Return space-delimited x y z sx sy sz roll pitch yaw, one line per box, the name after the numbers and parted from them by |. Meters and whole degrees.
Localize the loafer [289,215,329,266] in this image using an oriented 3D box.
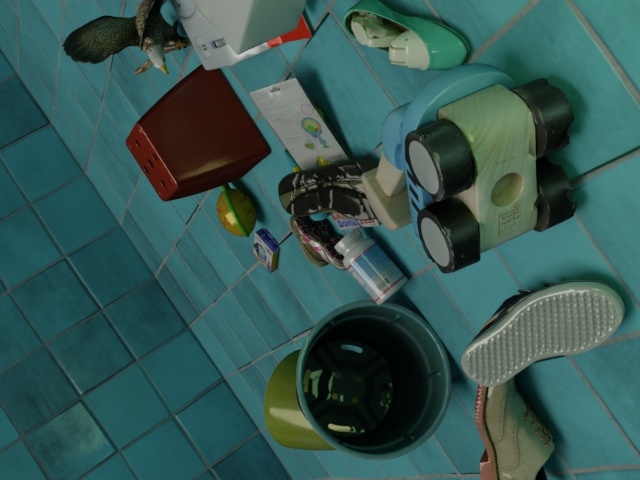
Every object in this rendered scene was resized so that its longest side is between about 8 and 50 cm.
-0.025 -0.002 2.235 0.148 0.056 0.050 55 163 4 | loafer

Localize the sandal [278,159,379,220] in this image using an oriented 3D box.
0.043 -0.108 1.906 0.303 0.086 0.120 4 102 41 | sandal

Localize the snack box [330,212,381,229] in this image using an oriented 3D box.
0.076 -0.058 2.009 0.064 0.022 0.178 60 157 -11 | snack box

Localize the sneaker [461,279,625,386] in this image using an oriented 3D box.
0.377 0.133 1.565 0.321 0.127 0.126 -34 96 42 | sneaker

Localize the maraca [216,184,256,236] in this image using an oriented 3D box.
-0.231 -0.093 2.469 0.127 0.099 0.185 61 -176 -83 | maraca

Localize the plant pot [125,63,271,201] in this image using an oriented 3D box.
-0.321 -0.242 2.277 0.267 0.236 0.267 58 157 -3 | plant pot

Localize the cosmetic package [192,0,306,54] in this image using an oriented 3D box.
-0.111 -0.524 1.559 0.217 0.156 0.385 52 152 12 | cosmetic package

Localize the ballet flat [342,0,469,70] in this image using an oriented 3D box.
0.125 -0.319 1.491 0.247 0.087 0.083 36 149 39 | ballet flat

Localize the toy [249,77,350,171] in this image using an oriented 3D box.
-0.027 -0.235 1.923 0.137 0.056 0.237 -9 123 42 | toy

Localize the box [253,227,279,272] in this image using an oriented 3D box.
-0.149 0.025 2.553 0.081 0.028 0.136 48 157 20 | box

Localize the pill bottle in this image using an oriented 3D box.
0.106 0.053 1.999 0.160 0.087 0.087 50 156 6 | pill bottle

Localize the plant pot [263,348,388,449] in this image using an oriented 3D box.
0.049 0.445 2.464 0.294 0.275 0.274 6 127 43 | plant pot

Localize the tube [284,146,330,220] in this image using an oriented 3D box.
-0.027 -0.139 2.052 0.052 0.080 0.207 7 134 33 | tube

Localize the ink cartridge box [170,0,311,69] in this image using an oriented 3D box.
-0.197 -0.510 1.872 0.385 0.091 0.308 11 130 61 | ink cartridge box

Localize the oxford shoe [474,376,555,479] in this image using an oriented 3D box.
0.393 0.361 1.851 0.147 0.140 0.397 4 125 24 | oxford shoe

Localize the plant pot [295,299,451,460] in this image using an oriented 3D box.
0.090 0.331 2.143 0.341 0.341 0.334 54 165 5 | plant pot

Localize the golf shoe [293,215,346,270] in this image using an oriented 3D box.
0.000 0.000 2.176 0.186 0.067 0.086 48 157 19 | golf shoe

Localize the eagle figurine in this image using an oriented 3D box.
-0.408 -0.471 2.103 0.225 0.226 0.298 31 -169 22 | eagle figurine

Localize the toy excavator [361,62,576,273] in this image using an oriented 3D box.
0.192 -0.125 1.521 0.445 0.222 0.433 52 161 47 | toy excavator
